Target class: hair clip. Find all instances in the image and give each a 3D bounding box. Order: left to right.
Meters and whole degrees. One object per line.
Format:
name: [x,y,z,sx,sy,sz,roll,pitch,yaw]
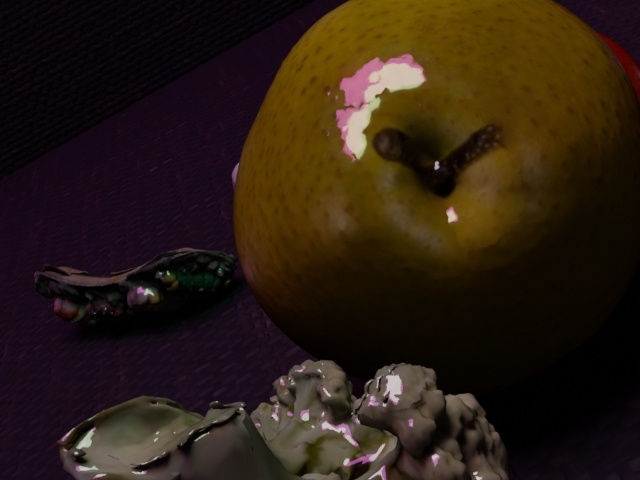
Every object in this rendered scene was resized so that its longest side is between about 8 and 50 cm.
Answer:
hair clip: [-0.255,0.073,1.464,0.321,0.138,0.091,-9,75,40]

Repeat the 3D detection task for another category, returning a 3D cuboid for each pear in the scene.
pear: [0.104,-0.043,0.936,0.362,0.362,0.418,-25,-3,11]

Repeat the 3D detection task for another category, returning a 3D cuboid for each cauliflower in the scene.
cauliflower: [0.005,0.191,0.662,0.260,0.281,0.327,-19,46,-14]

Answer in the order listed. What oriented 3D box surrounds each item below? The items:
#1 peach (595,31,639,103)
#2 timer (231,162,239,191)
peach: [0.289,-0.138,1.218,0.190,0.192,0.190,-36,-15,-11]
timer: [0.027,-0.066,1.351,0.262,0.087,0.237,-12,22,-8]
